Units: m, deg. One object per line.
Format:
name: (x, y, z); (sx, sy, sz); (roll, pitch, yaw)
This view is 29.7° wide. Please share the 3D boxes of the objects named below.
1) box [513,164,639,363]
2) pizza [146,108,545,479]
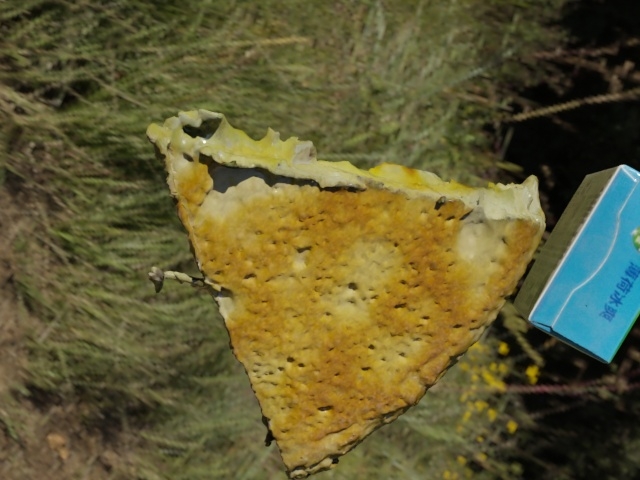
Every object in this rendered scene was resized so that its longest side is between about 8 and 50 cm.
box: (0.226, 0.017, 0.985); (0.139, 0.073, 0.194); (-61, 176, 3)
pizza: (0.000, 0.000, 0.820); (0.280, 0.075, 0.288); (-41, 117, 7)
